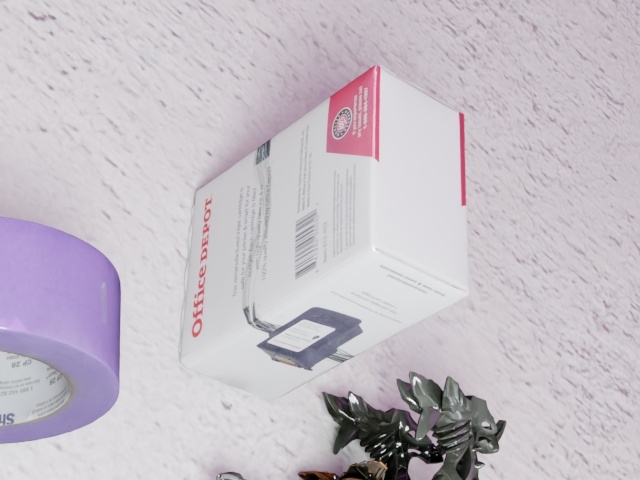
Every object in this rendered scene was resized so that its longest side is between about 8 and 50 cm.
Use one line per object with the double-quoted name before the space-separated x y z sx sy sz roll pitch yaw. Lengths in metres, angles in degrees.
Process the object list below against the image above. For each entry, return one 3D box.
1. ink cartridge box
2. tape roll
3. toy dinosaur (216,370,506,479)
"ink cartridge box" 0.000 0.000 1.225 0.100 0.237 0.172 25 51 -32
"tape roll" -0.226 0.063 1.022 0.189 0.189 0.080 17 54 -33
"toy dinosaur" 0.053 0.232 1.232 0.322 0.164 0.218 35 59 -46
